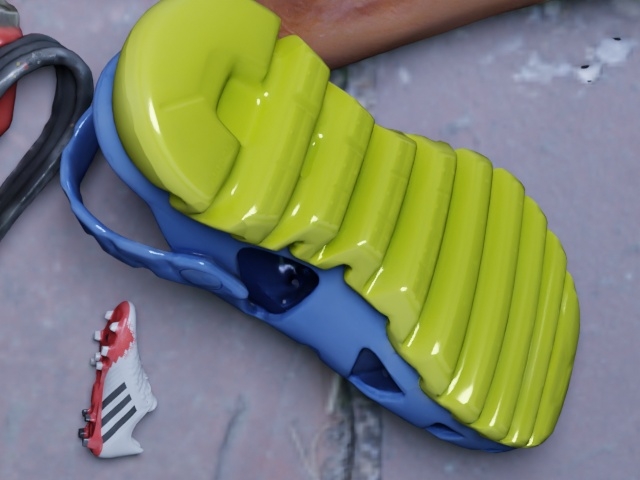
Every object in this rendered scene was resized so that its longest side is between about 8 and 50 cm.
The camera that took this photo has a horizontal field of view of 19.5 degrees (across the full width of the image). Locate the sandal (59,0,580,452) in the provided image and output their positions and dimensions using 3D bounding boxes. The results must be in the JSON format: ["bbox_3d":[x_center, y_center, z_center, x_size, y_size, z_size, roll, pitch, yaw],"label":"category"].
[{"bbox_3d":[0.000,0.000,0.886,0.317,0.138,0.126,40,57,-30],"label":"sandal"}]

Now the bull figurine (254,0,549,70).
[{"bbox_3d":[0.085,-0.178,0.863,0.310,0.101,0.188,-19,103,-5],"label":"bull figurine"}]

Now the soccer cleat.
[{"bbox_3d":[-0.097,0.070,0.927,0.036,0.029,0.083,7,105,-20],"label":"soccer cleat"}]

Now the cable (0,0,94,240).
[{"bbox_3d":[-0.188,-0.002,0.897,0.139,0.072,0.287,-4,116,-25],"label":"cable"}]
